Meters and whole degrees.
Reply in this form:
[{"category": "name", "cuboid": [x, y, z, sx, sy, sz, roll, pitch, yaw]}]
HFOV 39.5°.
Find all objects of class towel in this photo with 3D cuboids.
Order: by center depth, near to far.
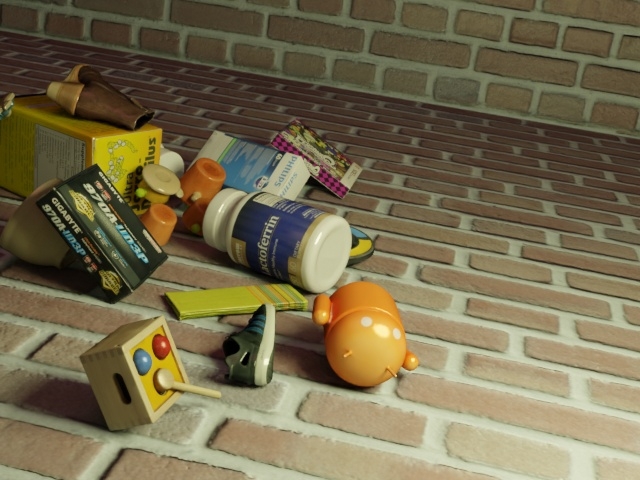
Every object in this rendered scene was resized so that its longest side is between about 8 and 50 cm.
[{"category": "towel", "cuboid": [-0.148, 0.107, 1.574, 0.237, 0.021, 0.102, -3, 17, -25]}]

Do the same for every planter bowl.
[{"category": "planter bowl", "cuboid": [-0.480, -0.016, 1.611, 0.109, 0.162, 0.162, 39, 25, 4]}]

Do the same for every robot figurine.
[{"category": "robot figurine", "cuboid": [0.069, 0.145, 1.395, 0.128, 0.158, 0.219, -21, 20, 5]}]

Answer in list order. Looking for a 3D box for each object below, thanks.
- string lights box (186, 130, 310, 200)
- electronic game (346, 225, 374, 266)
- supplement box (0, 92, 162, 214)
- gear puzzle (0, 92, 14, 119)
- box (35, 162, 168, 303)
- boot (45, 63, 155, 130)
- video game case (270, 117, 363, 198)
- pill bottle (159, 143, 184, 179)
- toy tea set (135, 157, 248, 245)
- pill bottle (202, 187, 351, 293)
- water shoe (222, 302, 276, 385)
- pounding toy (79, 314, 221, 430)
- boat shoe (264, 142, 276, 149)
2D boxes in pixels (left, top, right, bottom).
[{"category": "string lights box", "cuboid": [-0.171, -0.159, 2.094, 0.259, 0.077, 0.133, 20, 66, 29]}, {"category": "electronic game", "cuboid": [0.000, 0.000, 1.868, 0.229, 0.048, 0.229, 7, 21, -3]}, {"category": "supplement box", "cuboid": [-0.545, -0.188, 1.956, 0.356, 0.194, 0.195, 21, 24, 31]}, {"category": "gear puzzle", "cuboid": [-0.744, -0.167, 1.814, 0.175, 0.044, 0.339, -3, 48, 35]}, {"category": "box", "cuboid": [-0.379, -0.015, 1.568, 0.051, 0.220, 0.175, -33, 9, 20]}, {"category": "boot", "cuboid": [-0.458, -0.299, 1.929, 0.206, 0.090, 0.248, 21, 19, -2]}, {"category": "video game case", "cuboid": [-0.006, -0.216, 2.305, 0.232, 0.042, 0.210, 38, 22, -1]}, {"category": "pill bottle", "cuboid": [-0.434, -0.187, 2.083, 0.229, 0.131, 0.131, 22, 24, 33]}, {"category": "toy tea set", "cuboid": [-0.295, -0.065, 1.896, 0.336, 0.124, 0.200, -14, 59, -52]}, {"category": "pill bottle", "cuboid": [-0.086, -0.008, 1.707, 0.264, 0.153, 0.153, 19, 23, 29]}, {"category": "water shoe", "cuboid": [-0.111, 0.152, 1.387, 0.080, 0.073, 0.203, 4, 20, -4]}, {"category": "pounding toy", "cuboid": [-0.224, 0.184, 1.198, 0.100, 0.141, 0.130, -15, 12, 23]}, {"category": "boat shoe", "cuboid": [-0.156, -0.185, 2.266, 0.258, 0.095, 0.084, -15, 36, -29]}]
